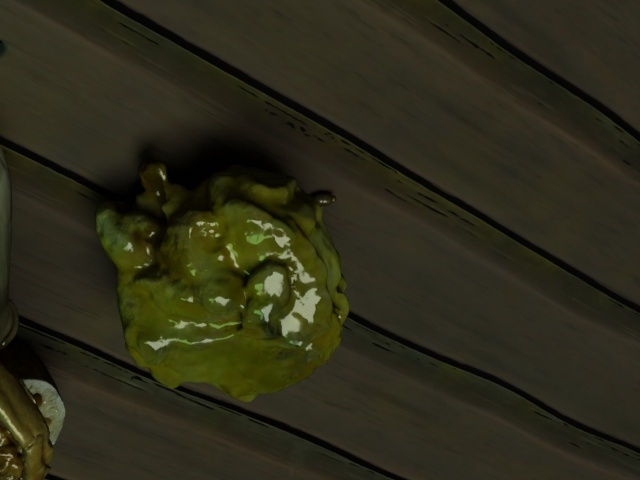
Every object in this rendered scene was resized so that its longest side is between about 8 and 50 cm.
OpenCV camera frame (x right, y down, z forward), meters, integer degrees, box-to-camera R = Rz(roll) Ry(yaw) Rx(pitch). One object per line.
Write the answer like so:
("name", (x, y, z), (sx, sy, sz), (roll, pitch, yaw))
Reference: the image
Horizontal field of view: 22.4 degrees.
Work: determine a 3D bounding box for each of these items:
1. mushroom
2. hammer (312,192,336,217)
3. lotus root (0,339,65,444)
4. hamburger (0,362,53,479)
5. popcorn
("mushroom", (-0.322, 0.004, 1.460), (0.096, 0.108, 0.247), (-15, 132, -21))
("hammer", (0.000, 0.000, 1.670), (0.029, 0.014, 0.123), (-5, 131, -9))
("lotus root", (-0.314, 0.163, 1.611), (0.112, 0.081, 0.122), (1, 125, -27))
("hamburger", (-0.377, 0.140, 1.437), (0.144, 0.283, 0.259), (-33, 178, -34))
("popcorn", (-0.093, 0.028, 1.554), (0.266, 0.192, 0.233), (41, 120, -17))
